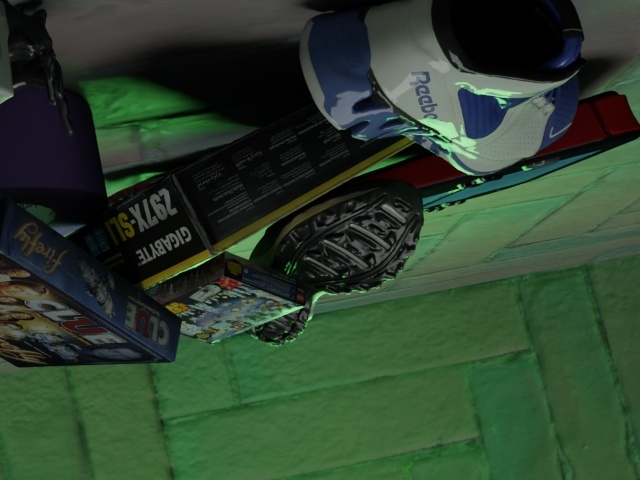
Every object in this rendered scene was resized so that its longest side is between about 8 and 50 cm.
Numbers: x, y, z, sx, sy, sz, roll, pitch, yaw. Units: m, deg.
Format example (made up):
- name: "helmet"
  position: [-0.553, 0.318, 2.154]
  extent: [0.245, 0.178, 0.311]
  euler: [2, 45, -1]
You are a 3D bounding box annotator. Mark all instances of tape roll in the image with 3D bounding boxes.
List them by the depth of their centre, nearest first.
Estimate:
- name: "tape roll"
  position: [-0.324, -0.049, 1.217]
  extent: [0.275, 0.090, 0.275]
  euler: [-12, 171, -2]

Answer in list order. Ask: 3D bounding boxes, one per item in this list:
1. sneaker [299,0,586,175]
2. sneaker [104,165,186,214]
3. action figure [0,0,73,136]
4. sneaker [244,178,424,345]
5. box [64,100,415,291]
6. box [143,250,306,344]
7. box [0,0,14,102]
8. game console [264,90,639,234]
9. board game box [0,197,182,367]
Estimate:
- name: "sneaker"
  position: [0.150, -0.139, 1.141]
  extent: [0.182, 0.127, 0.315]
  euler: [-16, 168, 38]
- name: "sneaker"
  position: [-0.125, -0.053, 1.517]
  extent: [0.225, 0.088, 0.093]
  euler: [-12, -169, 4]
- name: "action figure"
  position: [-0.303, -0.078, 0.919]
  extent: [0.276, 0.140, 0.164]
  euler: [-14, 174, -7]
- name: "sneaker"
  position: [0.000, 0.000, 1.311]
  extent: [0.100, 0.108, 0.271]
  euler: [33, 143, -19]
- name: "box"
  position: [-0.059, -0.050, 1.260]
  extent: [0.322, 0.079, 0.257]
  euler: [-31, -175, -38]
- name: "box"
  position: [-0.092, 0.054, 1.287]
  extent: [0.094, 0.027, 0.137]
  euler: [23, 148, -35]
- name: "box"
  position: [-0.289, -0.126, 0.674]
  extent: [0.067, 0.063, 0.324]
  euler: [-25, 154, 31]
- name: "game console"
  position: [0.134, -0.062, 1.557]
  extent: [0.342, 0.060, 0.386]
  euler: [-20, 178, -15]
- name: "board game box"
  position: [-0.242, 0.041, 1.130]
  extent: [0.165, 0.042, 0.243]
  euler: [-4, 155, 26]
